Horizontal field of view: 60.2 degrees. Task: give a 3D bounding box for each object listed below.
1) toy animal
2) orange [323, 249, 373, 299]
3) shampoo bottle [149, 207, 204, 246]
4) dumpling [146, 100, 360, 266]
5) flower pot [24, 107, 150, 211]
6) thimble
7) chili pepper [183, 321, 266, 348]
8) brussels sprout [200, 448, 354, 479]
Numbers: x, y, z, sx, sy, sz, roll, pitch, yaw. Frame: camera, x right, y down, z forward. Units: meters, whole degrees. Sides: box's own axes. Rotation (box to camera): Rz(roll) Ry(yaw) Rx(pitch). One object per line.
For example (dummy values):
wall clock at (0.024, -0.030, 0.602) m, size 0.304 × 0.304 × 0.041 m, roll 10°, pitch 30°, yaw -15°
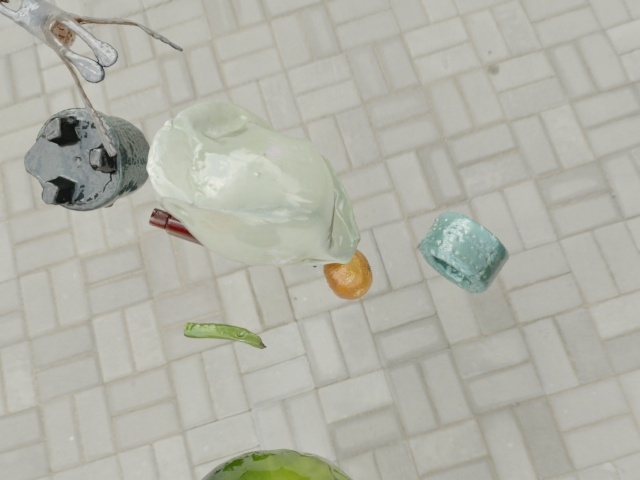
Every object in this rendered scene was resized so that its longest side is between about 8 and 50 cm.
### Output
toy animal at (-0.395, -0.299, 0.823) m, size 0.302 × 0.284 × 0.225 m, roll 34°, pitch 92°, yaw -2°
orange at (0.100, 0.112, 1.932) m, size 0.161 × 0.193 × 0.193 m, roll -27°, pitch 77°, yaw 13°
shampoo bottle at (-0.420, -0.036, 1.789) m, size 0.260 × 0.102 × 0.064 m, roll 19°, pitch 52°, yaw -6°
dumpling at (-0.065, -0.065, 0.576) m, size 0.252 × 0.131 × 0.179 m, roll 12°, pitch 60°, yaw -36°
flower pot at (-0.655, -0.219, 1.535) m, size 0.299 × 0.283 × 0.299 m, roll 2°, pitch 101°, yaw 8°
thimble at (0.380, 0.031, 1.489) m, size 0.235 × 0.198 × 0.143 m, roll 40°, pitch 81°, yaw -13°
chili pepper at (-0.227, 0.226, 1.331) m, size 0.202 × 0.052 × 0.050 m, roll 9°, pitch 94°, yaw -1°
brussels sprout at (-0.027, 0.309, 0.501) m, size 0.271 × 0.210 × 0.219 m, roll -5°, pitch 54°, yaw 41°
